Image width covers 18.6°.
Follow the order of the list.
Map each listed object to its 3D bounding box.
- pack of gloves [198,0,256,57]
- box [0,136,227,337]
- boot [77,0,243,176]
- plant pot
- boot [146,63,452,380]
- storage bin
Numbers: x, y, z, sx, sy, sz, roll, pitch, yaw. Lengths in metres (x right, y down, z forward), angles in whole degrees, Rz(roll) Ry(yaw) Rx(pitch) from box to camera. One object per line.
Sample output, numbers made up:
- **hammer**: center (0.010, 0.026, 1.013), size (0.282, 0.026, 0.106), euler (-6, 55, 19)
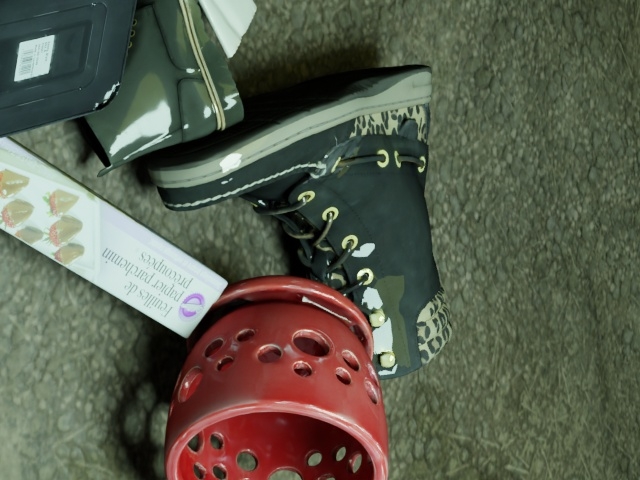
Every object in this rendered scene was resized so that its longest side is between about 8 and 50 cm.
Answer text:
- **pack of gloves**: center (-0.118, -0.306, 1.736), size (0.232, 0.046, 0.195), euler (61, 31, -32)
- **box**: center (-0.199, -0.013, 1.577), size (0.063, 0.067, 0.324), euler (-54, 139, 0)
- **boot**: center (-0.166, -0.164, 1.647), size (0.137, 0.077, 0.198), euler (-26, 85, -17)
- **plant pot**: center (-0.035, 0.137, 1.693), size (0.191, 0.191, 0.174), euler (52, 29, -39)
- **boot**: center (0.000, 0.000, 1.813), size (0.377, 0.138, 0.284), euler (-26, 111, -55)
- **storage bin**: center (-0.231, -0.151, 1.430), size (0.180, 0.084, 0.122), euler (-21, 135, -45)
